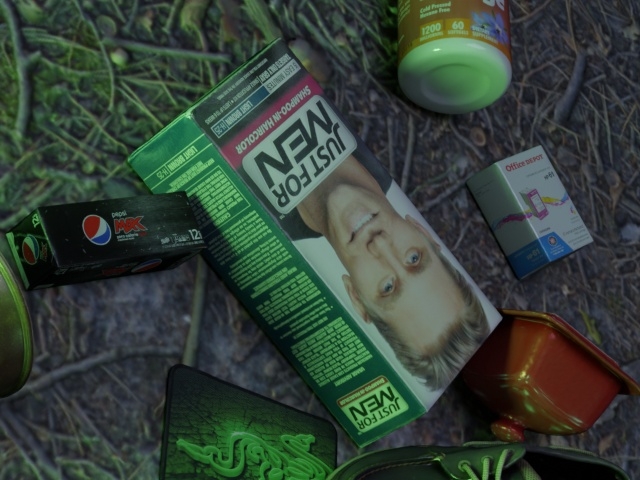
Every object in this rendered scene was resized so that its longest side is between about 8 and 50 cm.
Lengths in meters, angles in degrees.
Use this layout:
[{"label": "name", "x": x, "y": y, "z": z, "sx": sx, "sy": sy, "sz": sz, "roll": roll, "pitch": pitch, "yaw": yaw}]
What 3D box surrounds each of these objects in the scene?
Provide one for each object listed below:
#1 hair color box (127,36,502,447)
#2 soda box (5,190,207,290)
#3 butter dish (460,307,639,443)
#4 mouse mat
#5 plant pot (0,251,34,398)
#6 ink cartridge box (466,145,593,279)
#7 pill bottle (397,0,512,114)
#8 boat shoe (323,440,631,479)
[{"label": "hair color box", "x": 0.000, "y": 0.000, "z": 1.787, "sx": 0.347, "sy": 0.105, "sz": 0.174, "roll": 51, "pitch": 43, "yaw": -7}, {"label": "soda box", "x": -0.183, "y": -0.001, "z": 1.656, "sx": 0.169, "sy": 0.053, "sz": 0.060, "roll": -8, "pitch": 71, "yaw": -45}, {"label": "butter dish", "x": 0.204, "y": 0.144, "z": 1.876, "sx": 0.160, "sy": 0.160, "sz": 0.118, "roll": 37, "pitch": 71, "yaw": -29}, {"label": "mouse mat", "x": -0.060, "y": 0.200, "z": 1.683, "sx": 0.190, "sy": 0.007, "sz": 0.152, "roll": 24, "pitch": 51, "yaw": -31}, {"label": "plant pot", "x": -0.327, "y": 0.077, "z": 1.410, "sx": 0.165, "sy": 0.167, "sz": 0.167, "roll": -31, "pitch": 88, "yaw": -39}, {"label": "ink cartridge box", "x": 0.223, "y": -0.032, "z": 2.050, "sx": 0.088, "sy": 0.052, "sz": 0.122, "roll": -22, "pitch": 80, "yaw": -47}, {"label": "pill bottle", "x": 0.142, "y": -0.254, "z": 2.060, "sx": 0.121, "sy": 0.121, "sz": 0.216, "roll": 23, "pitch": 51, "yaw": -31}, {"label": "boat shoe", "x": 0.149, "y": 0.233, "z": 1.762, "sx": 0.355, "sy": 0.130, "sz": 0.132, "roll": -1, "pitch": 66, "yaw": -43}]
